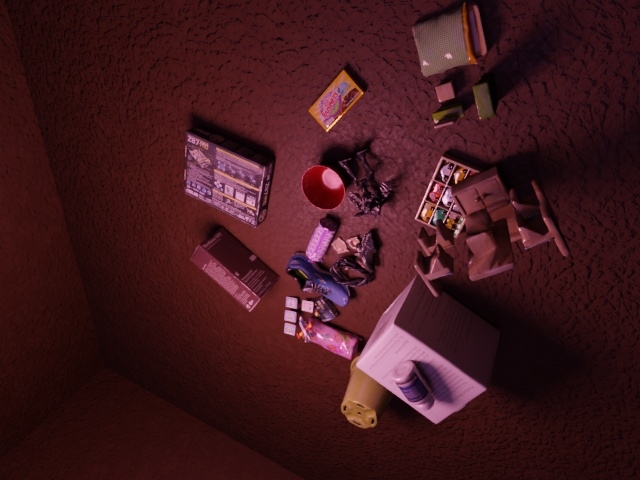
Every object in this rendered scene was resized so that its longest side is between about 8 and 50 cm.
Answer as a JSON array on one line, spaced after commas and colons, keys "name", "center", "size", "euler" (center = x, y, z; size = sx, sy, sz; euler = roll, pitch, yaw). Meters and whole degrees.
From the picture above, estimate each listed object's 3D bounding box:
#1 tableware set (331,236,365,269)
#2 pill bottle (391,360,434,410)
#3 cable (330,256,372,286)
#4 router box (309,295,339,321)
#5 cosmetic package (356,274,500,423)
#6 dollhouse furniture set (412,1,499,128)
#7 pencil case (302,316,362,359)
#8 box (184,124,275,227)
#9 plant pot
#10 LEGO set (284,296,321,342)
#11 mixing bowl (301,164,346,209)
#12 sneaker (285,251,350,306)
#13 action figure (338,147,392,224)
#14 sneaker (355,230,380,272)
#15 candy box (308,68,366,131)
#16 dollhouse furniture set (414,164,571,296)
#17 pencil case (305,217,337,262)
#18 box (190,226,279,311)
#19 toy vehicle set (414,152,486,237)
[{"name": "tableware set", "center": [0.130, 0.053, 1.820], "size": [0.141, 0.020, 0.169], "euler": [-19, 109, 36]}, {"name": "pill bottle", "center": [0.334, 0.521, 1.531], "size": [0.094, 0.094, 0.169], "euler": [-25, 105, 38]}, {"name": "cable", "center": [0.132, 0.150, 1.842], "size": [0.184, 0.047, 0.151], "euler": [25, 133, -5]}, {"name": "router box", "center": [0.019, 0.322, 2.045], "size": [0.092, 0.038, 0.122], "euler": [-28, 103, 38]}, {"name": "cosmetic package", "center": [0.421, 0.424, 1.696], "size": [0.393, 0.327, 0.329], "euler": [35, 131, 6]}, {"name": "dollhouse furniture set", "center": [0.377, -0.495, 1.236], "size": [0.197, 0.151, 0.302], "euler": [-8, 115, 33]}, {"name": "pencil case", "center": [0.052, 0.469, 2.076], "size": [0.284, 0.124, 0.124], "euler": [21, 128, 16]}, {"name": "box", "center": [-0.405, -0.274, 1.860], "size": [0.394, 0.097, 0.318], "euler": [25, 131, 13]}, {"name": "plant pot", "center": [0.227, 0.736, 2.056], "size": [0.275, 0.254, 0.276], "euler": [14, 125, 21]}, {"name": "LEGO set", "center": [-0.099, 0.374, 2.045], "size": [0.244, 0.060, 0.183], "euler": [3, 87, 44]}, {"name": "mixing bowl", "center": [0.029, -0.218, 1.648], "size": [0.181, 0.098, 0.182], "euler": [15, 126, 22]}, {"name": "sneaker", "center": [-0.019, 0.199, 1.916], "size": [0.330, 0.147, 0.130], "euler": [34, 130, 5]}, {"name": "action figure", "center": [0.167, -0.183, 1.558], "size": [0.164, 0.141, 0.276], "euler": [-26, 102, -1]}, {"name": "sneaker", "center": [0.205, 0.047, 1.746], "size": [0.089, 0.051, 0.170], "euler": [-23, 108, 23]}, {"name": "candy box", "center": [0.055, -0.487, 1.506], "size": [0.105, 0.027, 0.206], "euler": [49, 130, -2]}, {"name": "dollhouse furniture set", "center": [0.516, -0.004, 1.286], "size": [0.362, 0.394, 0.256], "euler": [-25, 115, 31]}, {"name": "pencil case", "center": [0.000, 0.000, 1.814], "size": [0.086, 0.088, 0.206], "euler": [29, 129, 8]}, {"name": "box", "center": [-0.406, 0.134, 2.065], "size": [0.381, 0.191, 0.143], "euler": [40, 131, -1]}, {"name": "toy vehicle set", "center": [0.452, -0.151, 1.494], "size": [0.165, 0.035, 0.267], "euler": [25, 129, 13]}]
